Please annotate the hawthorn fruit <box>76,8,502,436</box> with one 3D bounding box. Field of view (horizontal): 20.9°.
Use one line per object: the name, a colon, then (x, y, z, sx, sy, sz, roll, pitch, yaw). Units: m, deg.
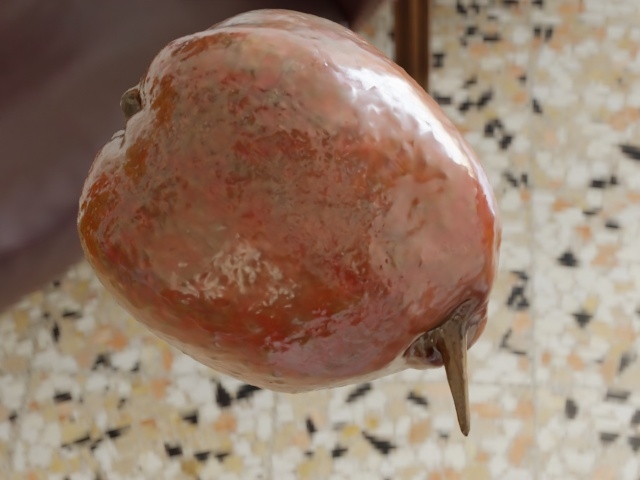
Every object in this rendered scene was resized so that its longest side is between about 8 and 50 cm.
hawthorn fruit: (0.000, 0.000, 0.969, 0.262, 0.210, 0.210, 41, 61, 5)
